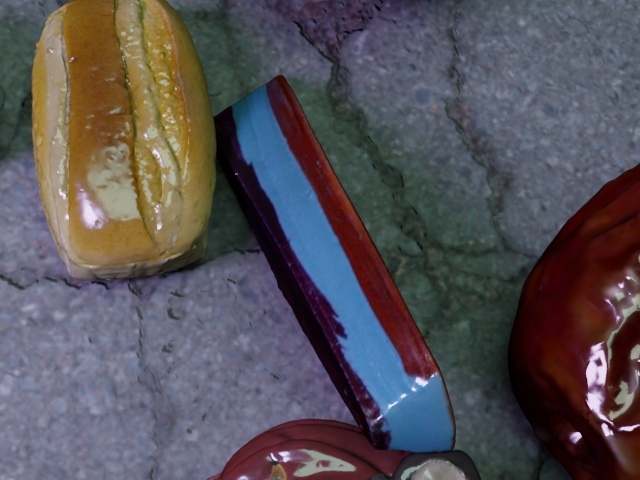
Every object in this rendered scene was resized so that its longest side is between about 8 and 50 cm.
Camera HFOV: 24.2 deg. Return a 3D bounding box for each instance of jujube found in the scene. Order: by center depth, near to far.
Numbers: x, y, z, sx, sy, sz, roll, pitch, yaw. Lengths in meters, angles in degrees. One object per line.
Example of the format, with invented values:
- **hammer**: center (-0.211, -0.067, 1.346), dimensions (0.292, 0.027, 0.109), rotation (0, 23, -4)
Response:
- **jujube**: center (0.326, 0.045, 1.125), dimensions (0.377, 0.276, 0.276), rotation (-37, 78, -10)

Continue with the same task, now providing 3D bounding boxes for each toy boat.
- **toy boat**: center (0.000, 0.000, 1.112), dimensions (0.079, 0.136, 0.392), rotation (-21, 45, -8)

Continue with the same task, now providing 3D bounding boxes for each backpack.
- **backpack**: center (0.010, 0.227, 1.048), dimensions (0.229, 0.139, 0.229), rotation (0, 85, -4)

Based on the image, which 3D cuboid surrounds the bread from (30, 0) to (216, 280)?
- **bread**: center (-0.155, -0.087, 1.163), dimensions (0.139, 0.106, 0.236), rotation (-7, 68, -11)

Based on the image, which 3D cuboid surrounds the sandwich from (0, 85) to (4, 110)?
- **sandwich**: center (-0.385, -0.110, 1.109), dimensions (0.301, 0.162, 0.251), rotation (2, 102, -28)
